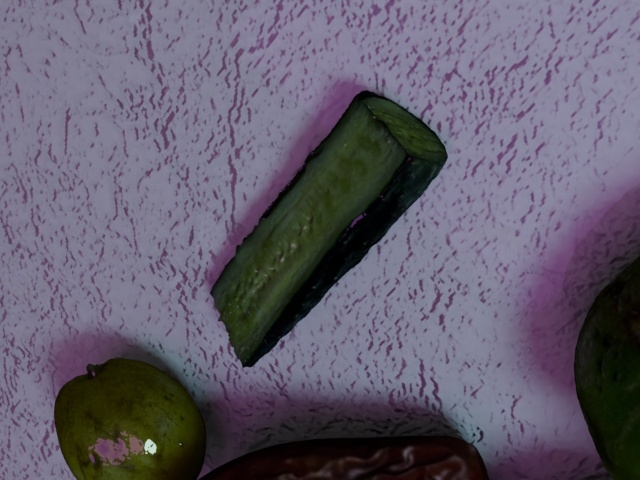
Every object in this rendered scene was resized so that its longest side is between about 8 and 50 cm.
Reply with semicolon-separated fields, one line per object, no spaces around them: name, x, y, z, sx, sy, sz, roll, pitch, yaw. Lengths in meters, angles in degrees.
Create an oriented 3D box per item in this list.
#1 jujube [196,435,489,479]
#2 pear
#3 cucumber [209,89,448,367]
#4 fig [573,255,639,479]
jujube;0.005;0.227;0.536;0.255;0.190;0.190;-16;102;6
pear;-0.149;0.153;0.591;0.107;0.107;0.131;-23;107;20
cucumber;0.001;-0.001;0.533;0.211;0.062;0.078;-52;55;28
fig;0.297;0.092;0.449;0.235;0.203;0.203;11;115;-31
